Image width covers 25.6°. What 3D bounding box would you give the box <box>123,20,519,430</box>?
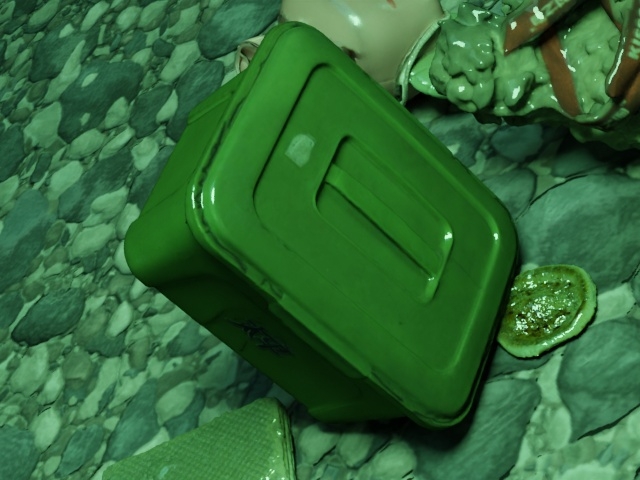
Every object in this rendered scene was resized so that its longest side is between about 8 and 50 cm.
[{"bbox_3d":[0.000,0.000,1.247,0.178,0.328,0.253,-18,38,47],"label":"box"}]

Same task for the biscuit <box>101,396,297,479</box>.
[{"bbox_3d":[-0.117,0.228,1.322,0.199,0.040,0.121,-26,37,14],"label":"biscuit"}]

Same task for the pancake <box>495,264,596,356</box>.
[{"bbox_3d":[0.201,0.060,1.275,0.108,0.017,0.108,-20,43,21],"label":"pancake"}]

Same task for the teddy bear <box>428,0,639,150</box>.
[{"bbox_3d":[0.315,-0.254,1.289,0.357,0.224,0.367,18,94,39],"label":"teddy bear"}]

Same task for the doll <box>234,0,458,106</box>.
[{"bbox_3d":[0.045,-0.203,1.569,0.268,0.216,0.284,-28,48,-31],"label":"doll"}]
